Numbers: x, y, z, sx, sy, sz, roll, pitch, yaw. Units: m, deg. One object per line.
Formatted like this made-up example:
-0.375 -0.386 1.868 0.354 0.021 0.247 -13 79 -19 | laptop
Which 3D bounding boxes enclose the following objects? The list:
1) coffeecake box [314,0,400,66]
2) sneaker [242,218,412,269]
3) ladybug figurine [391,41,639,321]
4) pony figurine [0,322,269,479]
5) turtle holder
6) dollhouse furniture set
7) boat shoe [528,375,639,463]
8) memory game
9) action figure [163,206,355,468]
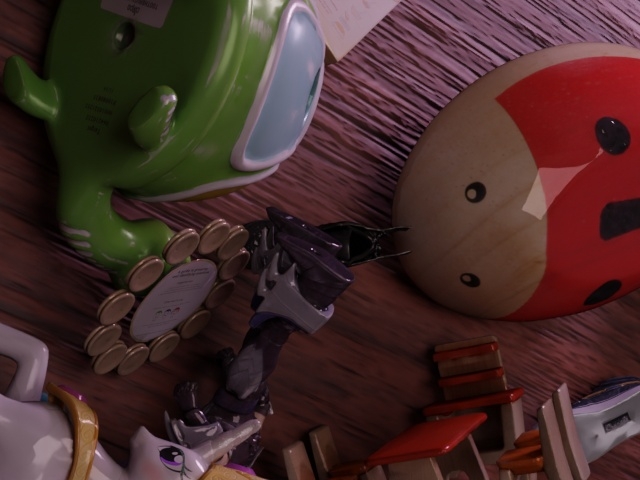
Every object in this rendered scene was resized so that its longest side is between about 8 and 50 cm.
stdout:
0.015 -0.277 1.322 0.185 0.068 0.142 -47 110 -28 | coffeecake box
0.000 0.003 1.338 0.170 0.089 0.051 2 83 -35 | sneaker
0.287 -0.054 1.457 0.449 0.162 0.305 -18 117 -29 | ladybug figurine
-0.254 0.224 1.043 0.363 0.303 0.351 30 73 -7 | pony figurine
-0.114 -0.125 1.186 0.227 0.243 0.320 18 65 -50 | turtle holder
0.121 0.183 1.323 0.259 0.262 0.135 -14 91 -69 | dollhouse furniture set
0.308 0.209 1.551 0.183 0.083 0.065 -19 96 -8 | boat shoe
-0.135 0.052 1.203 0.186 0.186 0.012 -30 63 -33 | memory game
-0.068 0.120 1.218 0.099 0.185 0.285 26 103 0 | action figure
